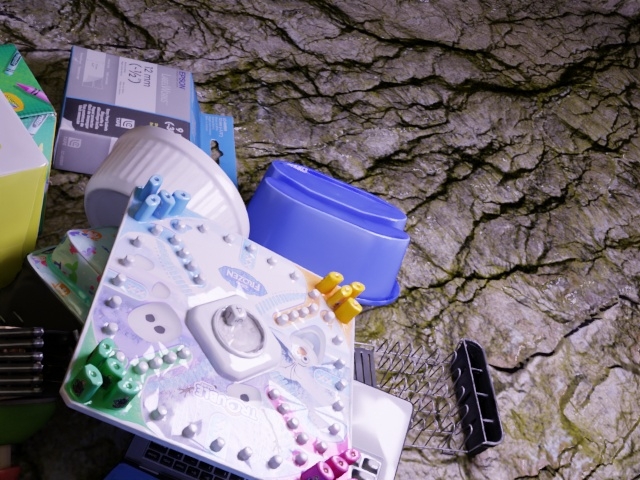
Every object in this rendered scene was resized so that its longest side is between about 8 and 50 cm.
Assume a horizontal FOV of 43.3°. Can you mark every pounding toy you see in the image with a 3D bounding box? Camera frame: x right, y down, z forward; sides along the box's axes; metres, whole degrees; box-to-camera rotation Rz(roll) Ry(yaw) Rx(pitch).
[{"bbox_3d":[-0.458,0.256,1.017,0.237,0.183,0.110,3,80,-27],"label":"pounding toy"}]

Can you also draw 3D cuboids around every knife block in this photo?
[{"bbox_3d":[-0.412,0.156,1.020,0.242,0.276,0.088,7,78,-40],"label":"knife block"}]

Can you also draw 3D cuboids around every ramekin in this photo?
[{"bbox_3d":[-0.260,-0.041,1.311,0.273,0.273,0.127,33,54,7],"label":"ramekin"}]

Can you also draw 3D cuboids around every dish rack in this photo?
[{"bbox_3d":[0.160,0.255,1.361,0.272,0.074,0.208,11,45,-16],"label":"dish rack"}]

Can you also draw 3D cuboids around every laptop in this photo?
[{"bbox_3d":[-0.065,0.283,1.080,0.382,0.236,0.408,22,54,0],"label":"laptop"}]

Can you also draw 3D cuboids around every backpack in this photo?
[{"bbox_3d":[-0.312,0.093,1.172,0.225,0.191,0.253,46,10,6],"label":"backpack"}]

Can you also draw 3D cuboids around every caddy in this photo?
[{"bbox_3d":[0.000,0.000,1.457,0.341,0.179,0.241,23,19,-5],"label":"caddy"}]

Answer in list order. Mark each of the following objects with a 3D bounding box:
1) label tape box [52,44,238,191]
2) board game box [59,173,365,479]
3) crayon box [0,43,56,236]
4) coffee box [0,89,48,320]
[{"bbox_3d":[-0.322,-0.229,1.559,0.348,0.115,0.249,8,46,-17],"label":"label tape box"},{"bbox_3d":[-0.106,0.121,1.079,0.390,0.050,0.390,29,37,-20],"label":"board game box"},{"bbox_3d":[-0.498,-0.145,1.272,0.081,0.278,0.165,-17,59,-36],"label":"crayon box"},{"bbox_3d":[-0.612,-0.062,1.094,0.338,0.338,0.334,-20,61,-38],"label":"coffee box"}]
